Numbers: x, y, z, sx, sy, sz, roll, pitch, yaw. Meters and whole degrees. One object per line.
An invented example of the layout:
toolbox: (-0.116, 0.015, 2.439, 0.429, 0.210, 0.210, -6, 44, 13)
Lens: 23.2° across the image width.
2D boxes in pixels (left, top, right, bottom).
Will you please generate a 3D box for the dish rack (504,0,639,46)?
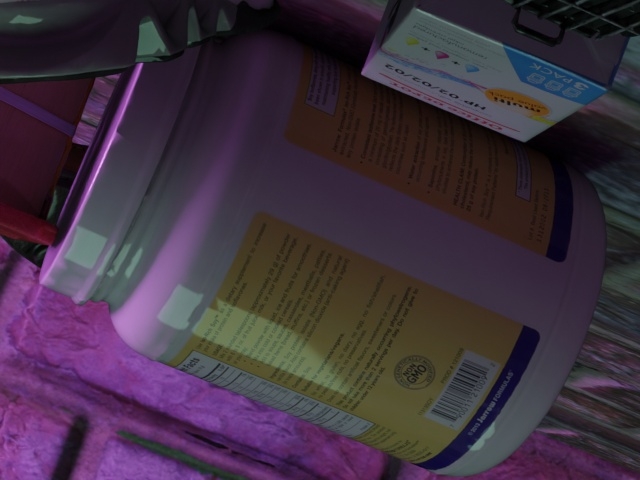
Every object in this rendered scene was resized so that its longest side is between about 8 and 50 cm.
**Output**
dish rack: (0.054, -0.157, 0.586, 0.271, 0.074, 0.208, 22, 172, -16)

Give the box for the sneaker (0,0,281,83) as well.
sneaker: (-0.095, -0.168, 0.780, 0.122, 0.146, 0.330, -5, -169, 6)

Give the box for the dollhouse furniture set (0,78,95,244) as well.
dollhouse furniture set: (-0.313, -0.158, 0.985, 0.374, 0.201, 0.152, 27, 169, -34)

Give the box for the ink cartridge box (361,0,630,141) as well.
ink cartridge box: (0.087, -0.105, 0.821, 0.104, 0.061, 0.181, 22, 171, -5)

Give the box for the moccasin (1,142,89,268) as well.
moccasin: (-0.151, -0.044, 1.389, 0.380, 0.147, 0.139, 4, 144, -47)

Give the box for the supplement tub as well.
supplement tub: (0.000, 0.000, 1.068, 0.331, 0.241, 0.241, 24, 170, -12)
